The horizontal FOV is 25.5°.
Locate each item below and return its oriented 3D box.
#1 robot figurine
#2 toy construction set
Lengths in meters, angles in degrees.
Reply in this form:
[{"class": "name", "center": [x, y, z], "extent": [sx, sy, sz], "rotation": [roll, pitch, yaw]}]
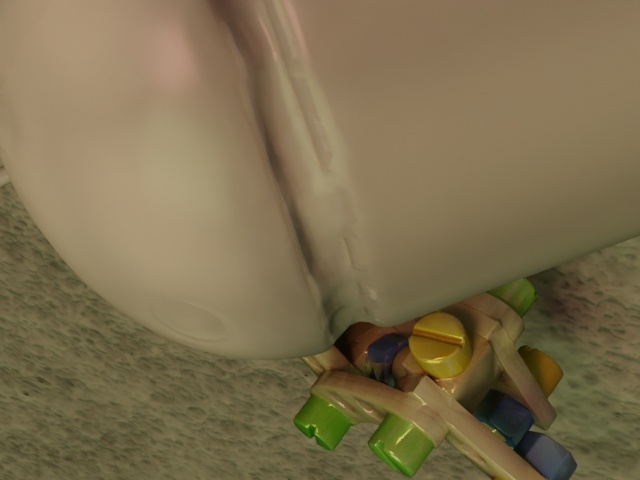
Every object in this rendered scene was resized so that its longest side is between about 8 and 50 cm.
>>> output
[{"class": "robot figurine", "center": [0.039, -0.083, 0.470], "extent": [0.353, 0.199, 0.300], "rotation": [-20, 163, -2]}, {"class": "toy construction set", "center": [0.000, 0.000, 0.726], "extent": [0.215, 0.151, 0.327], "rotation": [20, 143, 52]}]
